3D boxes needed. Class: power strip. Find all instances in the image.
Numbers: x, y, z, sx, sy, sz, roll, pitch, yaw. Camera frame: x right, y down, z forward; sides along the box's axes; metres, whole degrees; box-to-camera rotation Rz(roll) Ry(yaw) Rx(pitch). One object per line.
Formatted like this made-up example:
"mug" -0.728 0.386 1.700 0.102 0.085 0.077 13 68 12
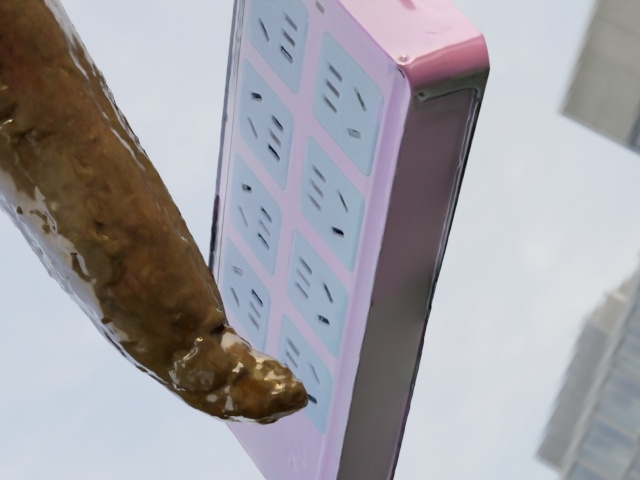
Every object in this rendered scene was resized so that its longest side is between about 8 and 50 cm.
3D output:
"power strip" 0.000 0.000 0.652 0.037 0.109 0.279 -20 -39 -26

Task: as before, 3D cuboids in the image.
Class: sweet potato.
"sweet potato" -0.075 -0.043 0.315 0.050 0.050 0.214 -50 -63 -21
